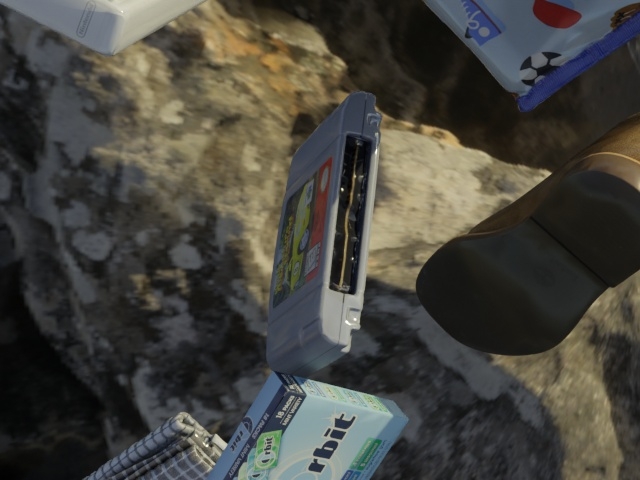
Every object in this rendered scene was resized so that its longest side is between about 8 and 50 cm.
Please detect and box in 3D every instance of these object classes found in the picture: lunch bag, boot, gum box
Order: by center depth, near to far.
[{"bbox_3d":[0.180,-0.001,0.966,0.112,0.305,0.115,45,57,-3],"label":"boot"},{"bbox_3d":[0.181,-0.366,1.214,0.328,0.385,0.239,42,131,-18],"label":"lunch bag"},{"bbox_3d":[-0.014,0.232,1.404,0.157,0.184,0.041,-59,42,15],"label":"gum box"}]

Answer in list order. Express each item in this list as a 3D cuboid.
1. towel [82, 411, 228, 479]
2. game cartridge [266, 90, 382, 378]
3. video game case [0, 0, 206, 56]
[{"bbox_3d":[-0.178,0.399,1.779,0.235,0.121,0.284,-34,116,19],"label":"towel"},{"bbox_3d":[0.000,0.000,1.430,0.060,0.196,0.294,12,67,-14],"label":"game cartridge"},{"bbox_3d":[-0.148,-0.165,0.610,0.206,0.227,0.026,27,114,2],"label":"video game case"}]
